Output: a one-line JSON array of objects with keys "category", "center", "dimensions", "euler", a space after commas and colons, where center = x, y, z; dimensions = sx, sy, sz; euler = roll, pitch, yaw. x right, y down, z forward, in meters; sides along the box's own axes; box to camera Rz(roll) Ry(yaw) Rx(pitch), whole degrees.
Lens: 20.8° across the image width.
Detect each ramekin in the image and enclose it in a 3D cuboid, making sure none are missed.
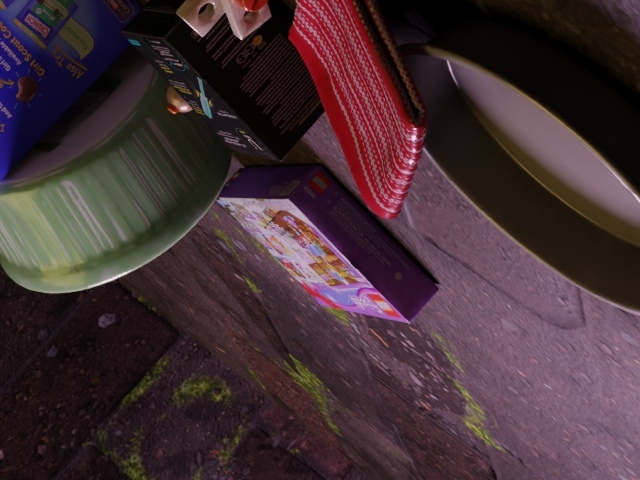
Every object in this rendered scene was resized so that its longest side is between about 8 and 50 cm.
[{"category": "ramekin", "center": [-0.267, -0.099, 1.978], "dimensions": [0.303, 0.303, 0.148], "euler": [27, 154, 49]}]

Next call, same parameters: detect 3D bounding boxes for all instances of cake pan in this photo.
[{"category": "cake pan", "center": [0.174, -0.057, 1.296], "dimensions": [0.293, 0.054, 0.293], "euler": [40, 168, 10]}]

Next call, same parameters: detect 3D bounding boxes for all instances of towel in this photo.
[{"category": "towel", "center": [0.025, -0.133, 1.359], "dimensions": [0.275, 0.031, 0.199], "euler": [98, 148, -77]}]

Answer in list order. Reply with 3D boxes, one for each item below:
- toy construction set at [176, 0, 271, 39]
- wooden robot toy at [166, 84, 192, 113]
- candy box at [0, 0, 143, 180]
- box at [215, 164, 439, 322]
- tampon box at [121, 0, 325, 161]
[{"category": "toy construction set", "center": [-0.186, -0.278, 1.420], "dimensions": [0.327, 0.151, 0.215], "euler": [27, 138, 25]}, {"category": "wooden robot toy", "center": [-0.122, -0.156, 1.817], "dimensions": [0.076, 0.079, 0.173], "euler": [48, 167, -26]}, {"category": "candy box", "center": [-0.383, -0.221, 1.832], "dimensions": [0.122, 0.317, 0.268], "euler": [26, 160, 52]}, {"category": "box", "center": [0.000, 0.000, 2.032], "dimensions": [0.201, 0.057, 0.293], "euler": [46, 167, -16]}, {"category": "tampon box", "center": [-0.078, -0.166, 1.586], "dimensions": [0.161, 0.101, 0.120], "euler": [47, 168, -26]}]
